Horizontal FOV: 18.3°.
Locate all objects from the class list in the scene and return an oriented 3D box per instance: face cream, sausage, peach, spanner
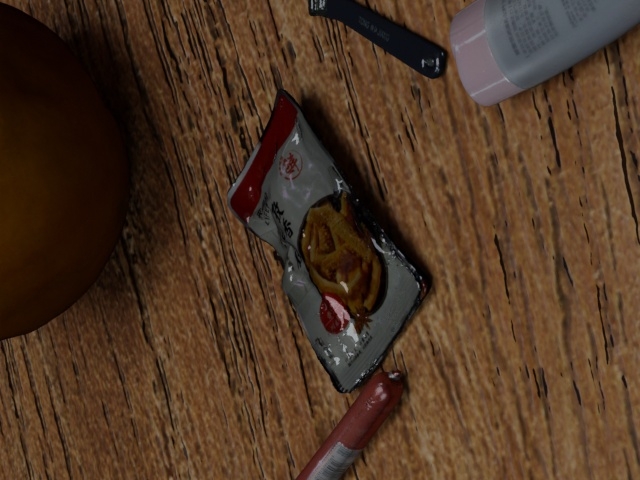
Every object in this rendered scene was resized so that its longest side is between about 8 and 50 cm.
[{"bbox_3d":[0.176,-0.167,1.466,0.198,0.057,0.084,-26,73,52],"label":"face cream"},{"bbox_3d":[0.008,0.192,1.731,0.253,0.034,0.034,-54,54,39],"label":"sausage"},{"bbox_3d":[-0.344,-0.066,1.934,0.343,0.302,0.343,42,153,28],"label":"peach"},{"bbox_3d":[0.038,-0.187,1.671,0.208,0.012,0.046,37,121,43],"label":"spanner"}]

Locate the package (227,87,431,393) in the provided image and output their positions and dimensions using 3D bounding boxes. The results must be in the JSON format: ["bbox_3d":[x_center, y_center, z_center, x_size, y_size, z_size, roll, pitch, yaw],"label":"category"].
[{"bbox_3d":[0.000,0.000,1.723,0.239,0.030,0.154,58,136,29],"label":"package"}]
